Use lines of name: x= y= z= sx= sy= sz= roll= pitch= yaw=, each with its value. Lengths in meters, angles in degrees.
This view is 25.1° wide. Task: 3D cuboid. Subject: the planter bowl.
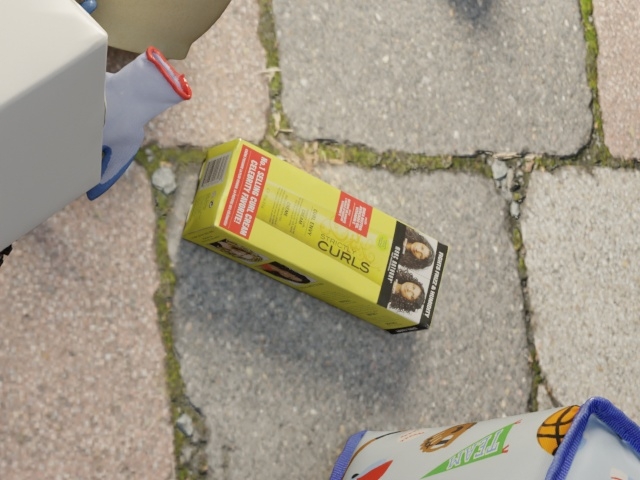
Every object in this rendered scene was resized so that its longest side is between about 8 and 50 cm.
planter bowl: x=-0.141 y=-0.204 z=1.130 sx=0.162 sy=0.162 sz=0.109 roll=7 pitch=103 yaw=-34

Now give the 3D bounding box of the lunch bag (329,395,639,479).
lunch bag: x=0.092 y=0.328 z=1.069 sx=0.239 sy=0.328 sz=0.385 roll=37 pitch=64 yaw=-18

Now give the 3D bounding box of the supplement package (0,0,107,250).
supplement package: x=-0.301 y=-0.061 z=0.912 sx=0.293 sy=0.177 sz=0.175 roll=-38 pitch=72 yaw=-27

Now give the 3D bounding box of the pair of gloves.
pair of gloves: x=-0.202 y=-0.131 z=1.079 sx=0.198 sy=0.159 sz=0.023 roll=53 pitch=16 yaw=-9

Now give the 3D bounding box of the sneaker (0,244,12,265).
sneaker: x=-0.300 y=0.035 z=1.016 sx=0.092 sy=0.088 sz=0.225 roll=33 pitch=62 yaw=-2

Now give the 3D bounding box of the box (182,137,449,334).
box: x=0.000 y=0.000 z=1.233 sx=0.232 sy=0.058 sz=0.087 roll=27 pitch=67 yaw=-28
